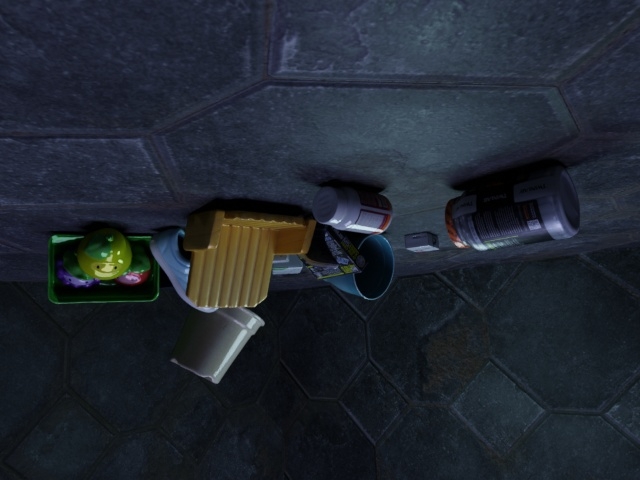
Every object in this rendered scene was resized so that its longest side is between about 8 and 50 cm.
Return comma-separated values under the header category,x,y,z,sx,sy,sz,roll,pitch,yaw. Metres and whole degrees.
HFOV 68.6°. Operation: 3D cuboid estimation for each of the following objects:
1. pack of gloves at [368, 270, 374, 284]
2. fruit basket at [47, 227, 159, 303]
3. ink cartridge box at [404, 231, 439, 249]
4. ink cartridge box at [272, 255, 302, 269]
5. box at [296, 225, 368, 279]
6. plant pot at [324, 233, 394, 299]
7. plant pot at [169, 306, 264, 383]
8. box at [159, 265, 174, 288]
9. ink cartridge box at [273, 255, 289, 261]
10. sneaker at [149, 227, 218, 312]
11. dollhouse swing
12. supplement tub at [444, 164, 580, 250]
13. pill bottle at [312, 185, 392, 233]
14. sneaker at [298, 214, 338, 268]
category,x,y,z,sx,sy,sz,roll,pitch,yaw
pack of gloves,0.174,0.106,2.157,0.046,0.232,0.195,34,147,-31
fruit basket,-0.755,0.085,1.656,0.391,0.283,0.392,4,-174,0
ink cartridge box,0.453,0.010,2.093,0.109,0.063,0.150,-10,168,30
ink cartridge box,-0.173,0.115,2.389,0.152,0.087,0.208,-2,169,-7
box,0.020,0.044,1.798,0.216,0.060,0.270,49,145,-18
plant pot,0.133,0.099,2.001,0.255,0.272,0.271,4,178,45
plant pot,-0.447,0.401,1.930,0.333,0.306,0.334,24,159,10
box,-0.471,0.117,2.058,0.343,0.179,0.312,-9,169,26
ink cartridge box,-0.210,0.025,1.781,0.175,0.128,0.072,-4,171,5
sneaker,-0.458,0.111,1.703,0.150,0.135,0.366,-20,118,30
dollhouse swing,-0.237,0.075,1.513,0.346,0.305,0.315,5,175,-36
supplement tub,0.520,-0.078,1.295,0.316,0.194,0.193,-13,166,41
pill bottle,0.090,-0.085,1.310,0.221,0.121,0.121,7,165,-43
sneaker,-0.002,0.000,1.569,0.086,0.164,0.226,6,-169,-31
